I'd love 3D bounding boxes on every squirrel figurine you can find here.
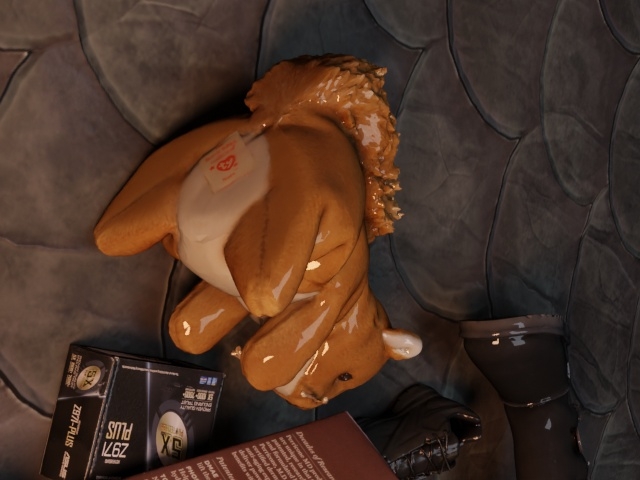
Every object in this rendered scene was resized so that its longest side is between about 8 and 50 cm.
[{"bbox_3d":[0.000,0.000,1.396,0.370,0.281,0.397,52,57,-43],"label":"squirrel figurine"}]

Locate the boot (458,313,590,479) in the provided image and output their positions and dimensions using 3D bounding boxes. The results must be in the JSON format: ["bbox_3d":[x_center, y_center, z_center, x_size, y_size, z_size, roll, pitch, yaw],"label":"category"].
[{"bbox_3d":[0.327,0.343,1.851,0.367,0.146,0.445,15,72,-62],"label":"boot"}]

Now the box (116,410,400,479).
[{"bbox_3d":[-0.107,0.335,1.341,0.381,0.143,0.191,-8,137,-39],"label":"box"}]

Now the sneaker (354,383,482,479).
[{"bbox_3d":[0.124,0.298,1.725,0.286,0.130,0.109,-32,124,-41],"label":"sneaker"}]

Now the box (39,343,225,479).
[{"bbox_3d":[-0.205,0.202,1.342,0.180,0.077,0.147,18,84,-51],"label":"box"}]
